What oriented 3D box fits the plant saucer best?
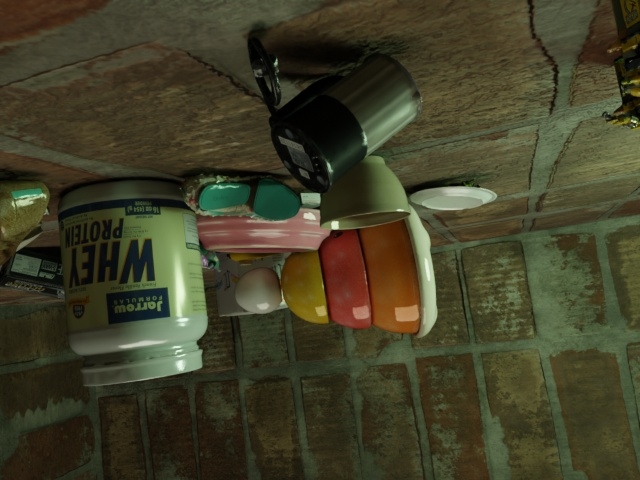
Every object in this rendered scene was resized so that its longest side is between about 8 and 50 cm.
[{"bbox_3d":[-0.132,-0.018,1.298,0.333,0.084,0.332,0,175,0],"label":"plant saucer"}]

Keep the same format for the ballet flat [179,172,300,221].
[{"bbox_3d":[-0.140,-0.084,1.021,0.241,0.091,0.077,6,-164,-47],"label":"ballet flat"}]

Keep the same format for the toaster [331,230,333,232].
[{"bbox_3d":[0.000,0.000,1.642,0.168,0.110,0.185,-9,173,1],"label":"toaster"}]

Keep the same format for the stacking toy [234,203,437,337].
[{"bbox_3d":[0.024,0.100,1.434,0.481,0.350,0.350,-9,173,-3],"label":"stacking toy"}]

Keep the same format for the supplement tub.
[{"bbox_3d":[-0.325,0.075,1.014,0.236,0.324,0.235,-8,173,-1],"label":"supplement tub"}]

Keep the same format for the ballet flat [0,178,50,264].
[{"bbox_3d":[-0.515,-0.031,0.946,0.124,0.116,0.342,-27,-178,-38],"label":"ballet flat"}]

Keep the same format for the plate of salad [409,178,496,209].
[{"bbox_3d":[0.309,-0.109,1.353,0.200,0.048,0.200,3,170,0],"label":"plate of salad"}]

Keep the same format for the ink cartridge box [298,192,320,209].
[{"bbox_3d":[-0.032,-0.084,1.253,0.048,0.028,0.083,-4,172,-31],"label":"ink cartridge box"}]

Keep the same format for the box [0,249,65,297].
[{"bbox_3d":[-0.702,0.111,1.583,0.308,0.076,0.243,18,160,-31],"label":"box"}]

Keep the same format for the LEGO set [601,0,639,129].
[{"bbox_3d":[0.412,-0.147,0.558,0.255,0.191,0.331,-10,172,20],"label":"LEGO set"}]

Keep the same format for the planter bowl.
[{"bbox_3d":[0.073,-0.087,1.021,0.162,0.109,0.162,-7,173,-1],"label":"planter bowl"}]

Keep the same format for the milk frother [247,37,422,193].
[{"bbox_3d":[0.009,-0.147,0.565,0.135,0.129,0.143,-41,152,-21],"label":"milk frother"}]

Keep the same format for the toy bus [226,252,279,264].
[{"bbox_3d":[-0.201,0.013,1.552,0.191,0.104,0.202,-6,173,-8],"label":"toy bus"}]

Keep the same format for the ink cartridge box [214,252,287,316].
[{"bbox_3d":[-0.217,0.110,1.789,0.171,0.232,0.168,-3,172,-35],"label":"ink cartridge box"}]

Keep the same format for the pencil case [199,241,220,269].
[{"bbox_3d":[-0.405,0.049,1.690,0.206,0.088,0.086,-2,169,-35],"label":"pencil case"}]

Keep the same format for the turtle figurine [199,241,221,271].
[{"bbox_3d":[-0.338,0.016,1.375,0.176,0.118,0.234,-9,161,14],"label":"turtle figurine"}]
